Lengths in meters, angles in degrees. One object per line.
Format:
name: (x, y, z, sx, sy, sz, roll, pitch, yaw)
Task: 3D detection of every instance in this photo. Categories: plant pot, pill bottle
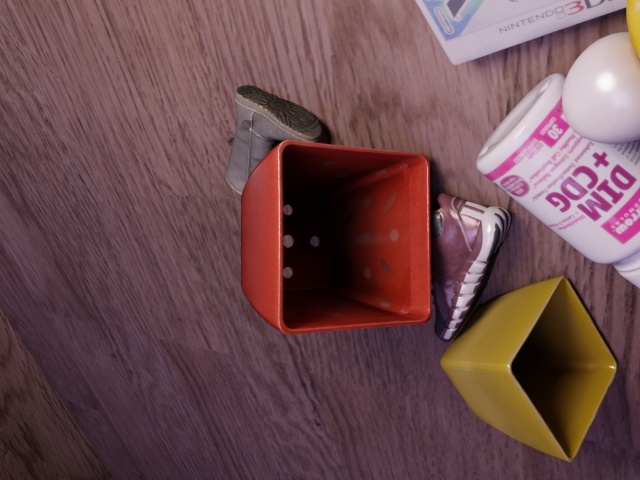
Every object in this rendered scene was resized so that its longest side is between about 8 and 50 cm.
plant pot: (0.335, 0.210, 1.069, 0.187, 0.212, 0.212, -12, 119, 53)
pill bottle: (0.362, -0.071, 0.829, 0.283, 0.160, 0.160, 38, 137, -1)
plant pot: (0.000, 0.000, 1.022, 0.236, 0.267, 0.267, -4, 86, 60)

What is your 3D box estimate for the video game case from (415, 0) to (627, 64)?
video game case: (0.213, -0.357, 0.676, 0.300, 0.036, 0.329, -11, 140, 34)

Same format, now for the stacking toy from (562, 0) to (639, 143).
stacking toy: (0.388, -0.229, 0.539, 0.351, 0.350, 0.480, 42, 145, -5)

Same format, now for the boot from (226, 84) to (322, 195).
boot: (-0.091, -0.150, 1.124, 0.190, 0.076, 0.208, 35, 132, 24)

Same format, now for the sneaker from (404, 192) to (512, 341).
sneaker: (0.206, 0.035, 1.082, 0.163, 0.106, 0.281, 28, 128, 20)
